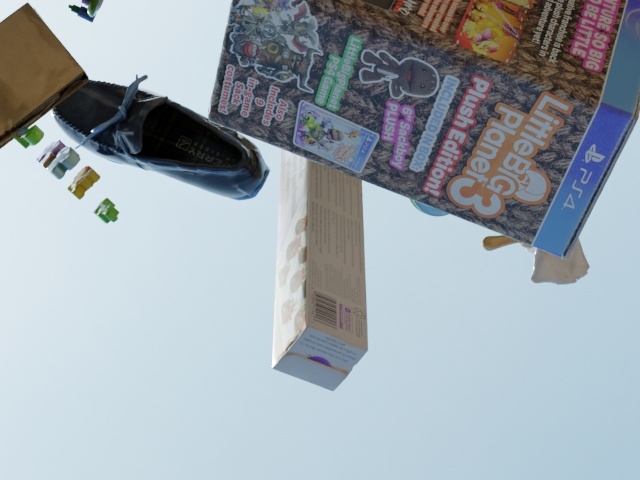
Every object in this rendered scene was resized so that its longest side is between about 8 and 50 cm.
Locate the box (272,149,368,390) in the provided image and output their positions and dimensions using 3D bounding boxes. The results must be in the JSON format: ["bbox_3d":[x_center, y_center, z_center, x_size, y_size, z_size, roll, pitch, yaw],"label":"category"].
[{"bbox_3d":[0.000,0.000,1.168,0.067,0.063,0.324,24,-144,-20],"label":"box"}]

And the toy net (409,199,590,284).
[{"bbox_3d":[0.214,-0.038,1.388,0.232,0.122,0.045,33,179,-18],"label":"toy net"}]

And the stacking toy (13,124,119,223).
[{"bbox_3d":[-0.355,-0.113,1.689,0.052,0.167,0.221,-47,-153,-6],"label":"stacking toy"}]

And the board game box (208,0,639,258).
[{"bbox_3d":[0.096,-0.155,0.951,0.291,0.141,0.232,22,-136,5],"label":"board game box"}]

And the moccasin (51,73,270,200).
[{"bbox_3d":[-0.231,-0.166,1.756,0.342,0.117,0.137,16,-103,13],"label":"moccasin"}]

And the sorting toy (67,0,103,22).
[{"bbox_3d":[-0.345,-0.358,1.829,0.042,0.061,0.102,23,-171,-10],"label":"sorting toy"}]

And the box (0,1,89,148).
[{"bbox_3d":[-0.428,-0.231,1.721,0.164,0.021,0.201,-39,-128,-4],"label":"box"}]
